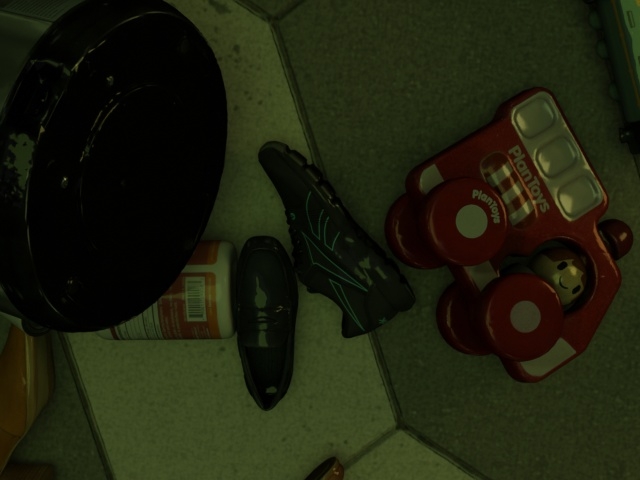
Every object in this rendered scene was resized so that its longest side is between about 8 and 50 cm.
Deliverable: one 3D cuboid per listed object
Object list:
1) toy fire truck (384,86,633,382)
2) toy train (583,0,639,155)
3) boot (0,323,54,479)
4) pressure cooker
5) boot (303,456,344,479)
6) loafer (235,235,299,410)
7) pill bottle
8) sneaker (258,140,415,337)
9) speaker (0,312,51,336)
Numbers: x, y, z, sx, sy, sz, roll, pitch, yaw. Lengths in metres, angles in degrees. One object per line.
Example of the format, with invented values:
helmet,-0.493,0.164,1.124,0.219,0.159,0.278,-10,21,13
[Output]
toy fire truck,0.241,-0.001,1.443,0.254,0.169,0.302,-32,94,-13
toy train,0.412,-0.254,1.417,0.190,0.142,0.334,-14,97,17
boot,-0.445,0.210,1.520,0.211,0.104,0.295,2,100,3
pressure cooker,-0.355,-0.122,1.325,0.420,0.370,0.375,16,88,25
boot,0.021,0.378,1.529,0.152,0.073,0.197,31,109,1
loafer,-0.063,0.102,1.469,0.076,0.078,0.223,-1,117,1
pill bottle,-0.211,0.061,1.483,0.216,0.121,0.121,0,96,4
sneaker,0.000,0.000,1.476,0.106,0.101,0.267,-38,92,8
speaker,-0.370,0.064,1.453,0.136,0.055,0.055,26,98,39
